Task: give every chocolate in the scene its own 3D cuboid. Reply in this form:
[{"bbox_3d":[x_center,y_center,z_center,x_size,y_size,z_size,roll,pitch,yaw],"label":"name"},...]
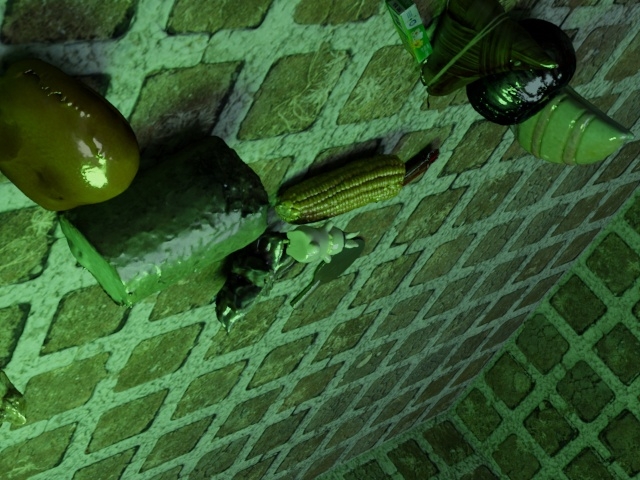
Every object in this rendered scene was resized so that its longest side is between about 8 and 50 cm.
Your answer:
[{"bbox_3d":[0.190,-0.146,2.210,0.182,0.028,0.086,-39,164,1],"label":"chocolate"}]

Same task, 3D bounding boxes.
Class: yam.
[{"bbox_3d":[-0.240,-0.029,1.579,0.300,0.195,0.195,-30,155,-19],"label":"yam"}]

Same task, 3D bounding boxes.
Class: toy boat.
[{"bbox_3d":[0.506,-0.272,2.190,0.111,0.294,0.276,-25,168,-29],"label":"toy boat"}]

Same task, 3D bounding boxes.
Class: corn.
[{"bbox_3d":[0.046,-0.101,1.985,0.312,0.102,0.102,-22,152,-35],"label":"corn"}]

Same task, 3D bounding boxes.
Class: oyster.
[{"bbox_3d":[-0.616,0.265,1.691,0.232,0.107,0.161,12,133,-39],"label":"oyster"}]

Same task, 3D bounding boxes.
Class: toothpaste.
[{"bbox_3d":[0.156,-0.371,1.730,0.037,0.043,0.178,-38,157,3],"label":"toothpaste"}]

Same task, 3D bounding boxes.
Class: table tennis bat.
[{"bbox_3d":[0.015,0.078,2.368,0.234,0.022,0.131,-45,157,7],"label":"table tennis bat"}]

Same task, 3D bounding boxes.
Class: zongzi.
[{"bbox_3d":[0.292,-0.304,1.799,0.111,0.241,0.248,-24,153,-33],"label":"zongzi"}]

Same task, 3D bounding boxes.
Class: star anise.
[{"bbox_3d":[-0.136,0.063,2.003,0.236,0.109,0.223,-51,169,13],"label":"star anise"}]

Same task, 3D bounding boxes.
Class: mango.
[{"bbox_3d":[-0.330,-0.141,1.298,0.236,0.166,0.136,50,47,-47],"label":"mango"}]

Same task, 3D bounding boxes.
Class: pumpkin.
[{"bbox_3d":[0.402,-0.337,2.003,0.233,0.163,0.233,-35,168,-9],"label":"pumpkin"}]

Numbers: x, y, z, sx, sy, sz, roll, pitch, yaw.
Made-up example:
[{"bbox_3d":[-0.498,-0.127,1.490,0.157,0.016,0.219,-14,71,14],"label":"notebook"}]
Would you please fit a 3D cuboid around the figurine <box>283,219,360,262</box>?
[{"bbox_3d":[0.000,-0.010,1.946,0.146,0.098,0.081,-15,133,-48],"label":"figurine"}]
